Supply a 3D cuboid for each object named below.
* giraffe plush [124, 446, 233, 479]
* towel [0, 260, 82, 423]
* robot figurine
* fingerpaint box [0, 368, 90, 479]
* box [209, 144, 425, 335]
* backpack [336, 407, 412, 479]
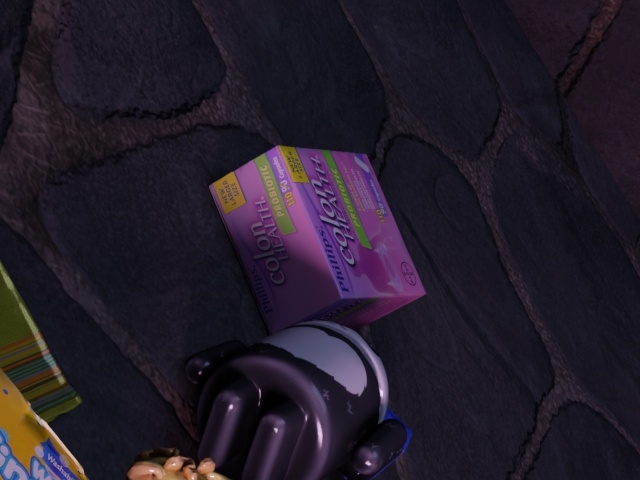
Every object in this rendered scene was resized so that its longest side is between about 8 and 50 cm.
[{"bbox_3d":[-0.165,0.273,1.705,0.210,0.170,0.181,61,26,0],"label":"giraffe plush"},{"bbox_3d":[-0.323,0.075,1.789,0.237,0.021,0.102,61,25,1],"label":"towel"},{"bbox_3d":[-0.030,0.186,2.026,0.209,0.173,0.278,62,27,2],"label":"robot figurine"},{"bbox_3d":[-0.321,0.290,1.419,0.445,0.163,0.371,54,28,-16],"label":"fingerpaint box"},{"bbox_3d":[0.000,0.000,2.331,0.243,0.117,0.214,0,64,-60],"label":"box"},{"bbox_3d":[0.039,0.226,2.209,0.120,0.098,0.101,45,18,-4],"label":"backpack"}]
